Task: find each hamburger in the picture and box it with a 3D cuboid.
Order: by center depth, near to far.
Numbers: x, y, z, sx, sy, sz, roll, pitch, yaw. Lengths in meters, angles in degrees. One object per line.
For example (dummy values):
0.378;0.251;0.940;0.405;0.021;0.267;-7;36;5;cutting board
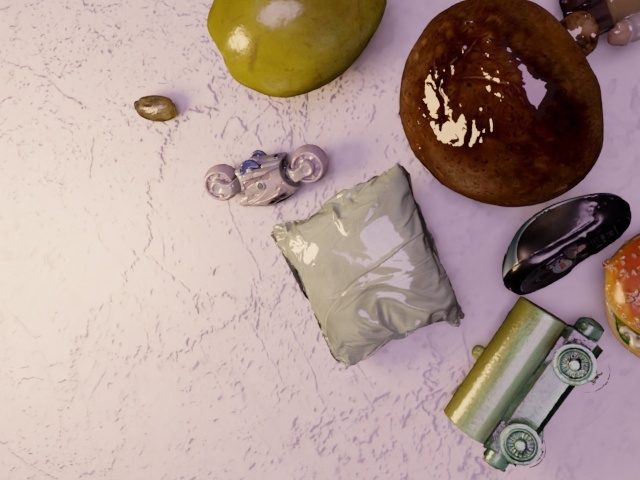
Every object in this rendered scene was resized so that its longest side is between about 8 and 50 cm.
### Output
0.564;0.087;0.933;0.236;0.147;0.237;0;89;12;hamburger

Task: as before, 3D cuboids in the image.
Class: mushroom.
0.276;-0.217;0.954;0.345;0.239;0.346;-7;81;48;mushroom

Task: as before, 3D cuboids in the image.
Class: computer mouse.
0.397;-0.003;0.986;0.233;0.137;0.096;-38;63;14;computer mouse

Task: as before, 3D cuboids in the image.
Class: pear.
-0.039;-0.391;1.034;0.307;0.253;0.253;-32;83;3;pear

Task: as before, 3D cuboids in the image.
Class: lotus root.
-0.343;-0.271;1.216;0.099;0.054;0.049;8;72;14;lotus root

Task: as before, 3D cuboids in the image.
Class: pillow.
0.080;0.057;1.066;0.283;0.138;0.310;-23;89;19;pillow

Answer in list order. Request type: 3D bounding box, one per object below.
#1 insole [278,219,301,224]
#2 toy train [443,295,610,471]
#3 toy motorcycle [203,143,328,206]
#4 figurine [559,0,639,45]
0.000;0.000;1.154;0.197;0.004;0.065;11;94;14;insole
0.344;0.240;1.004;0.189;0.126;0.308;33;100;12;toy train
-0.103;-0.118;1.142;0.254;0.112;0.113;-9;89;16;toy motorcycle
0.558;-0.423;0.894;0.364;0.206;0.218;-10;77;16;figurine
